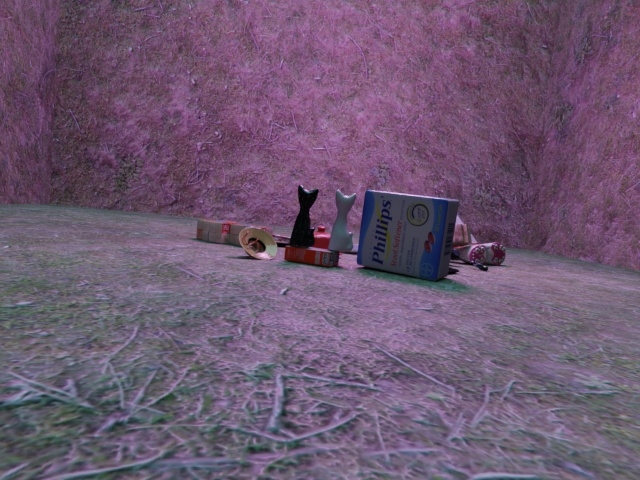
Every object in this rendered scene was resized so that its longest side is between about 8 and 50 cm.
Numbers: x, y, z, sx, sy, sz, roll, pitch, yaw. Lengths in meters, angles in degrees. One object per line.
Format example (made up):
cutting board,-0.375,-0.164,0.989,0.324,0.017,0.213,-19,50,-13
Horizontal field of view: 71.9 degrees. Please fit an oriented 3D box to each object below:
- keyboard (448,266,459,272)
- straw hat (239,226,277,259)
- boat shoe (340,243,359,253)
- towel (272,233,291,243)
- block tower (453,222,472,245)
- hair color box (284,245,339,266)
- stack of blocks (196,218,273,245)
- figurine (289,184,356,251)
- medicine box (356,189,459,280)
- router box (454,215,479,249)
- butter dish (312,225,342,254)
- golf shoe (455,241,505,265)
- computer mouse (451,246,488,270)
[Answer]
keyboard,0.424,0.107,1.625,0.108,0.023,0.180,19,11,42
straw hat,-0.226,0.024,1.519,0.144,0.144,0.061,2,-37,-40
boat shoe,0.122,0.039,1.975,0.142,0.049,0.040,5,-29,14
towel,-0.137,0.001,2.062,0.329,0.037,0.237,10,1,-19
block tower,0.541,-0.007,2.118,0.335,0.097,0.091,-12,-19,33
hair color box,-0.029,0.052,1.513,0.167,0.053,0.093,6,3,22
stack of blocks,-0.369,-0.031,1.888,0.297,0.087,0.171,9,6,37
figurine,0.014,-0.076,1.506,0.215,0.209,0.092,7,3,-1
medicine box,0.292,-0.024,1.494,0.289,0.263,0.149,10,8,30
router box,0.678,-0.048,2.355,0.335,0.301,0.082,0,-37,-48
butter dish,0.000,0.000,1.794,0.160,0.118,0.160,4,4,-16
golf shoe,0.772,0.060,2.129,0.306,0.115,0.140,4,1,-36
computer mouse,0.605,0.064,1.886,0.242,0.041,0.071,27,17,26
